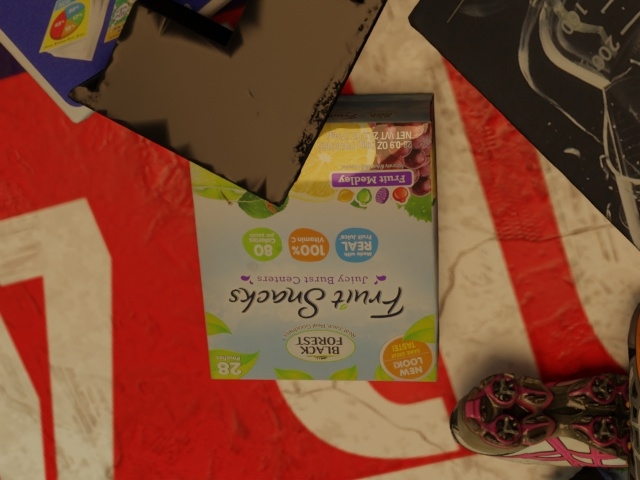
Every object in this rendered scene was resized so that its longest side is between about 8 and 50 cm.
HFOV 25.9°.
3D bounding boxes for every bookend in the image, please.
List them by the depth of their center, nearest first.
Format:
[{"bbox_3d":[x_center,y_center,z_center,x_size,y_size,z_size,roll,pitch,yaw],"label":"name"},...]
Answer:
[{"bbox_3d":[-0.056,-0.130,0.904,0.157,0.072,0.156,27,107,-1],"label":"bookend"}]

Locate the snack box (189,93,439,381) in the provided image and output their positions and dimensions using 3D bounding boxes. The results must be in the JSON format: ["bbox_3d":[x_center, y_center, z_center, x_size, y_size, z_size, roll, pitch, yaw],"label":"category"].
[{"bbox_3d":[0.000,0.000,1.022,0.174,0.070,0.207,-1,115,8],"label":"snack box"}]

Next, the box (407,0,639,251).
[{"bbox_3d":[0.281,-0.154,0.772,0.312,0.179,0.343,48,117,27],"label":"box"}]

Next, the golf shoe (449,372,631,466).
[{"bbox_3d":[0.191,0.140,1.073,0.186,0.068,0.086,7,158,-9],"label":"golf shoe"}]

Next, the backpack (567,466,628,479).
[{"bbox_3d":[0.243,0.233,1.079,0.084,0.105,0.114,-36,116,-1],"label":"backpack"}]

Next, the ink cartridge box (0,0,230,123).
[{"bbox_3d":[-0.151,-0.282,0.915,0.303,0.072,0.307,-35,105,22],"label":"ink cartridge box"}]

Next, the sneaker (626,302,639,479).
[{"bbox_3d":[0.253,0.141,1.002,0.084,0.215,0.083,7,154,-21],"label":"sneaker"}]
